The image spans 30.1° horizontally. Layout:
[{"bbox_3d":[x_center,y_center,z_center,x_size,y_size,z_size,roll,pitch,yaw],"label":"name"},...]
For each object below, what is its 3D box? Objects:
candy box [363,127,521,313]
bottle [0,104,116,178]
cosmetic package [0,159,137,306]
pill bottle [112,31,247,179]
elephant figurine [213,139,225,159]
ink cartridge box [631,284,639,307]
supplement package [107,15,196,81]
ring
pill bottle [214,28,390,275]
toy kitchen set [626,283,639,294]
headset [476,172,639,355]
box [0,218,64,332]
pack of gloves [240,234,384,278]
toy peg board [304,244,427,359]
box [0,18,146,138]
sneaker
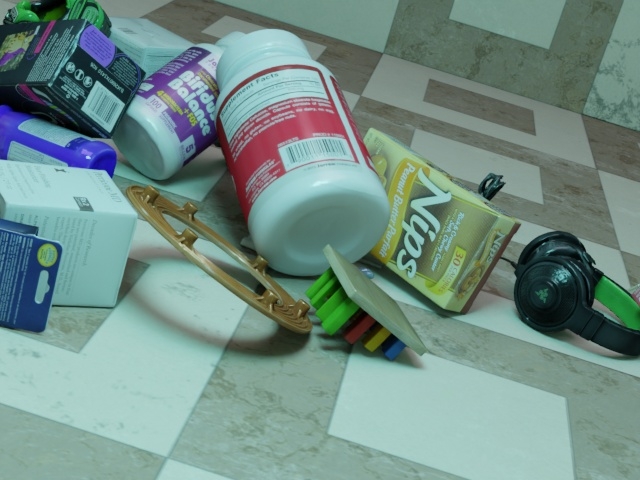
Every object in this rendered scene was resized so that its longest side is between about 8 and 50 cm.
[{"bbox_3d":[0.166,-0.037,2.038,0.316,0.183,0.087,38,15,35],"label":"candy box"},{"bbox_3d":[-0.494,-0.164,2.039,0.283,0.092,0.118,22,15,14],"label":"bottle"},{"bbox_3d":[-0.375,-0.009,1.645,0.184,0.151,0.151,4,26,-32],"label":"cosmetic package"},{"bbox_3d":[-0.233,-0.259,2.201,0.169,0.169,0.301,29,56,30],"label":"pill bottle"},{"bbox_3d":[-0.087,-0.167,2.324,0.186,0.169,0.239,-42,61,-14],"label":"elephant figurine"},{"bbox_3d":[0.660,0.146,2.035,0.159,0.092,0.218,0,47,-37],"label":"ink cartridge box"},{"bbox_3d":[-0.368,-0.322,2.386,0.149,0.203,0.194,-7,30,-46],"label":"supplement package"},{"bbox_3d":[-0.139,0.019,1.727,0.336,0.032,0.336,39,4,-3],"label":"ring"},{"bbox_3d":[-0.048,-0.159,1.992,0.229,0.229,0.407,5,46,-29],"label":"pill bottle"},{"bbox_3d":[0.630,0.118,2.283,0.083,0.075,0.068,-22,73,-9],"label":"toy kitchen set"},{"bbox_3d":[0.419,0.047,2.070,0.394,0.185,0.243,30,21,2],"label":"headset"},{"bbox_3d":[-0.446,0.031,1.509,0.225,0.136,0.036,14,20,-8],"label":"box"},{"bbox_3d":[0.000,0.000,2.067,0.232,0.046,0.195,20,21,8],"label":"pack of gloves"},{"bbox_3d":[0.057,0.109,1.776,0.161,0.079,0.161,41,9,-27],"label":"toy peg board"},{"bbox_3d":[-0.470,-0.282,2.095,0.270,0.143,0.165,7,-26,43],"label":"box"},{"bbox_3d":[-0.580,-0.381,2.271,0.134,0.343,0.146,55,-3,39],"label":"sneaker"}]
